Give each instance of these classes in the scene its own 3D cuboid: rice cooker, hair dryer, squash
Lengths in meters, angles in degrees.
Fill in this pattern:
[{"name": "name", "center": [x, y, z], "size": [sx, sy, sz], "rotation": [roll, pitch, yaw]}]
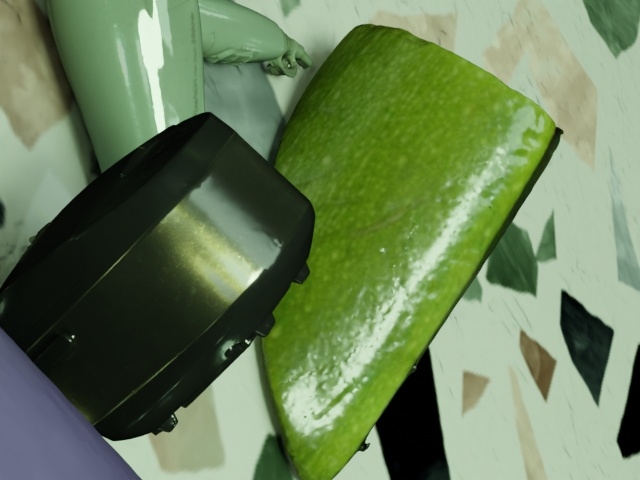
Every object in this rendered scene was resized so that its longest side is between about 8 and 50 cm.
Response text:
[{"name": "rice cooker", "center": [-0.075, 0.018, 0.788], "size": [0.106, 0.165, 0.112], "rotation": [37, 41, -2]}, {"name": "hair dryer", "center": [-0.054, -0.074, 0.970], "size": [0.237, 0.075, 0.206], "rotation": [-21, 100, -64]}, {"name": "squash", "center": [0.000, 0.000, 1.033], "size": [0.093, 0.169, 0.252], "rotation": [42, 78, -39]}]

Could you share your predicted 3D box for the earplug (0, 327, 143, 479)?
[{"name": "earplug", "center": [-0.205, 0.053, 0.564], "size": [0.456, 0.215, 0.215], "rotation": [54, 38, -20]}]
